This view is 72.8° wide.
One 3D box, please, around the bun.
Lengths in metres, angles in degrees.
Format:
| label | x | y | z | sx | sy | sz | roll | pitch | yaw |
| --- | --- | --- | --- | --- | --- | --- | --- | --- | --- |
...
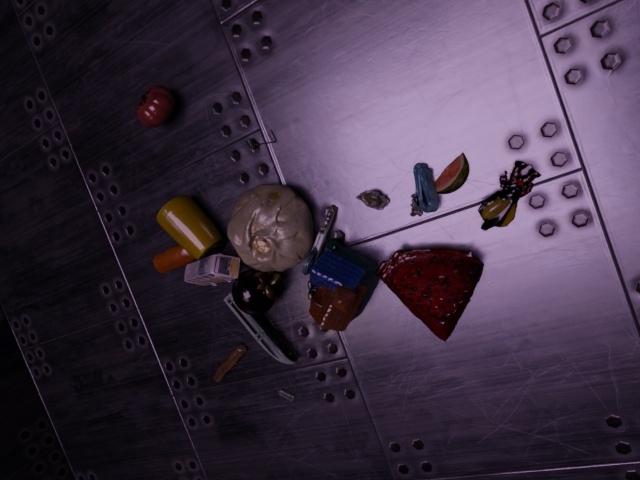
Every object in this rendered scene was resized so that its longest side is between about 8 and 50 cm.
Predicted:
| label | x | y | z | sx | sy | sz | roll | pitch | yaw |
| --- | --- | --- | --- | --- | --- | --- | --- | --- | --- |
| bun | -0.210 | -0.044 | 1.691 | 0.365 | 0.219 | 0.365 | 3 | 100 | 18 |

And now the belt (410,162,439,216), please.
| label | x | y | z | sx | sy | sz | roll | pitch | yaw |
| --- | --- | --- | --- | --- | --- | --- | --- | --- | --- |
| belt | 0.355 | -0.179 | 1.519 | 0.100 | 0.065 | 0.179 | -17 | 78 | 56 |

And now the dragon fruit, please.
| label | x | y | z | sx | sy | sz | roll | pitch | yaw |
| --- | --- | --- | --- | --- | --- | --- | --- | --- | --- |
| dragon fruit | 0.391 | 0.155 | 1.568 | 0.329 | 0.228 | 0.286 | 28 | 78 | 34 |

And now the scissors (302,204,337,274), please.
| label | x | y | z | sx | sy | sz | roll | pitch | yaw |
| --- | --- | --- | --- | --- | --- | --- | --- | --- | --- |
| scissors | 0.000 | 0.000 | 1.685 | 0.041 | 0.138 | 0.289 | 22 | 93 | 16 |

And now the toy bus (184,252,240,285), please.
| label | x | y | z | sx | sy | sz | roll | pitch | yaw |
| --- | --- | --- | --- | --- | --- | --- | --- | --- | --- |
| toy bus | -0.451 | 0.124 | 1.801 | 0.343 | 0.138 | 0.097 | -17 | 63 | 54 |

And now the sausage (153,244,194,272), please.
| label | x | y | z | sx | sy | sz | roll | pitch | yaw |
| --- | --- | --- | --- | --- | --- | --- | --- | --- | --- |
| sausage | -0.657 | 0.077 | 1.963 | 0.238 | 0.098 | 0.098 | -21 | 93 | 26 |

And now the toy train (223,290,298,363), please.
| label | x | y | z | sx | sy | sz | roll | pitch | yaw |
| --- | --- | --- | --- | --- | --- | --- | --- | --- | --- |
| toy train | -0.256 | 0.383 | 1.868 | 0.407 | 0.086 | 0.088 | 49 | 118 | 6 |

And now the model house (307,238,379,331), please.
| label | x | y | z | sx | sy | sz | roll | pitch | yaw |
| --- | --- | --- | --- | --- | --- | --- | --- | --- | --- |
| model house | 0.044 | 0.190 | 1.580 | 0.252 | 0.329 | 0.294 | 28 | 108 | 10 |

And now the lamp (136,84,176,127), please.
| label | x | y | z | sx | sy | sz | roll | pitch | yaw |
| --- | --- | --- | --- | --- | --- | --- | --- | --- | --- |
| lamp | -0.679 | -0.553 | 1.810 | 0.182 | 0.140 | 0.182 | -27 | 46 | 32 |

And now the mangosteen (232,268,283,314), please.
| label | x | y | z | sx | sy | sz | roll | pitch | yaw |
| --- | --- | --- | --- | --- | --- | --- | --- | --- | --- |
| mangosteen | -0.248 | 0.204 | 1.777 | 0.231 | 0.194 | 0.194 | -20 | 93 | 19 |

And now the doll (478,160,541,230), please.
| label | x | y | z | sx | sy | sz | roll | pitch | yaw |
| --- | --- | --- | --- | --- | --- | --- | --- | --- | --- |
| doll | 0.607 | -0.134 | 1.419 | 0.127 | 0.088 | 0.248 | 38 | 108 | 11 |

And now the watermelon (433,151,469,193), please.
| label | x | y | z | sx | sy | sz | roll | pitch | yaw |
| --- | --- | --- | --- | --- | --- | --- | --- | --- | --- |
| watermelon | 0.462 | -0.208 | 1.487 | 0.069 | 0.087 | 0.163 | 27 | 118 | -25 |

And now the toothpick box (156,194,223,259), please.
| label | x | y | z | sx | sy | sz | roll | pitch | yaw |
| --- | --- | --- | --- | --- | --- | --- | --- | --- | --- |
| toothpick box | -0.546 | -0.046 | 1.849 | 0.271 | 0.175 | 0.175 | 47 | 113 | 4 |

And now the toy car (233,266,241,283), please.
| label | x | y | z | sx | sy | sz | roll | pitch | yaw |
| --- | --- | --- | --- | --- | --- | --- | --- | --- | --- |
| toy car | -0.377 | 0.147 | 1.900 | 0.041 | 0.025 | 0.093 | 28 | 106 | 16 |

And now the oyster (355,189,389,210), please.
| label | x | y | z | sx | sy | sz | roll | pitch | yaw |
| --- | --- | --- | --- | --- | --- | --- | --- | --- | --- |
| oyster | 0.197 | -0.153 | 1.613 | 0.100 | 0.037 | 0.098 | 43 | 133 | -13 |

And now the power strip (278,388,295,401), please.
| label | x | y | z | sx | sy | sz | roll | pitch | yaw |
| --- | --- | --- | --- | --- | --- | --- | --- | --- | --- |
| power strip | -0.151 | 0.686 | 1.928 | 0.083 | 0.017 | 0.027 | 20 | 106 | 15 |

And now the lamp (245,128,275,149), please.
| label | x | y | z | sx | sy | sz | roll | pitch | yaw |
| --- | --- | --- | --- | --- | --- | --- | --- | --- | --- |
| lamp | -0.239 | -0.394 | 1.731 | 0.121 | 0.041 | 0.054 | -19 | 102 | 27 |

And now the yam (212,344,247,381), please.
| label | x | y | z | sx | sy | sz | roll | pitch | yaw |
| --- | --- | --- | --- | --- | --- | --- | --- | --- | --- |
| yam | -0.416 | 0.564 | 1.991 | 0.057 | 0.057 | 0.241 | 43 | 111 | 8 |
